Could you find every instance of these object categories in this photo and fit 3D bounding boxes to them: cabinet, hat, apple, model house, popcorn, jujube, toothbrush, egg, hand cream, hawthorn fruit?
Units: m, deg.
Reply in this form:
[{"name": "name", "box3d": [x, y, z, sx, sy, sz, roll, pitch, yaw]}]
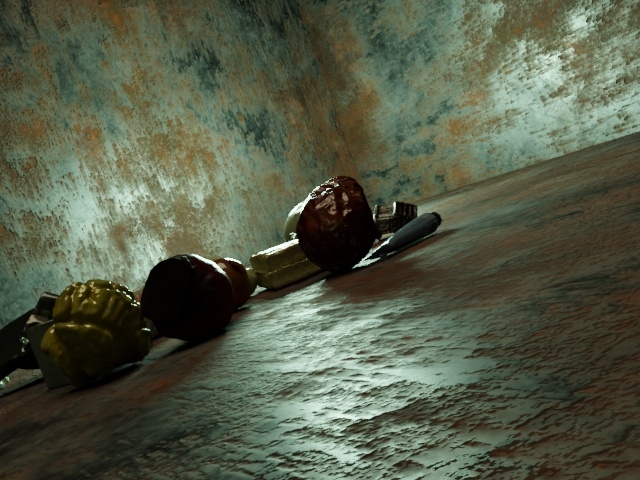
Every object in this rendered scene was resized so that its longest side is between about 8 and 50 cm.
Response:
[{"name": "cabinet", "box3d": [-0.528, 0.226, 1.515, 0.150, 0.145, 0.206, -19, 3, 32]}, {"name": "hat", "box3d": [-0.791, 0.328, 1.818, 0.382, 0.257, 0.366, -54, 22, 7]}, {"name": "apple", "box3d": [-0.240, 0.112, 1.683, 0.146, 0.146, 0.146, -20, 3, 1]}, {"name": "model house", "box3d": [0.252, -0.061, 2.196, 0.152, 0.106, 0.165, -8, 42, 16]}, {"name": "popcorn", "box3d": [-0.460, 0.183, 1.325, 0.203, 0.200, 0.226, -20, -5, 6]}, {"name": "jujube", "box3d": [0.048, -0.060, 1.726, 0.216, 0.216, 0.342, -20, 20, 17]}, {"name": "toothbrush", "box3d": [0.203, 0.018, 1.628, 0.167, 0.014, 0.011, -22, 20, -39]}, {"name": "egg", "box3d": [-0.019, -0.054, 2.567, 0.269, 0.219, 0.219, -20, 3, 19]}, {"name": "hand cream", "box3d": [0.220, -0.011, 1.692, 0.271, 0.058, 0.091, -27, -6, -41]}, {"name": "hawthorn fruit", "box3d": [-0.278, 0.129, 1.409, 0.189, 0.189, 0.251, -21, -12, -7]}]

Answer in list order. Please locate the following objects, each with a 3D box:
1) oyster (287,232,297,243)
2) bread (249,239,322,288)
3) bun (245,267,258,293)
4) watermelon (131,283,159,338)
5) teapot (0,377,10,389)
[{"name": "oyster", "box3d": [0.001, 0.002, 2.327, 0.238, 0.115, 0.351, -13, 13, 36]}, {"name": "bread", "box3d": [-0.070, 0.053, 1.929, 0.246, 0.111, 0.239, -20, 4, -18]}, {"name": "bun", "box3d": [-0.227, 0.136, 1.904, 0.115, 0.069, 0.115, -40, -3, -3]}, {"name": "watermelon", "box3d": [-0.466, 0.200, 1.759, 0.226, 0.148, 0.318, -8, 12, 41]}, {"name": "teapot", "box3d": [-0.944, 0.404, 1.895, 0.083, 0.064, 0.064, -20, 3, 0]}]
